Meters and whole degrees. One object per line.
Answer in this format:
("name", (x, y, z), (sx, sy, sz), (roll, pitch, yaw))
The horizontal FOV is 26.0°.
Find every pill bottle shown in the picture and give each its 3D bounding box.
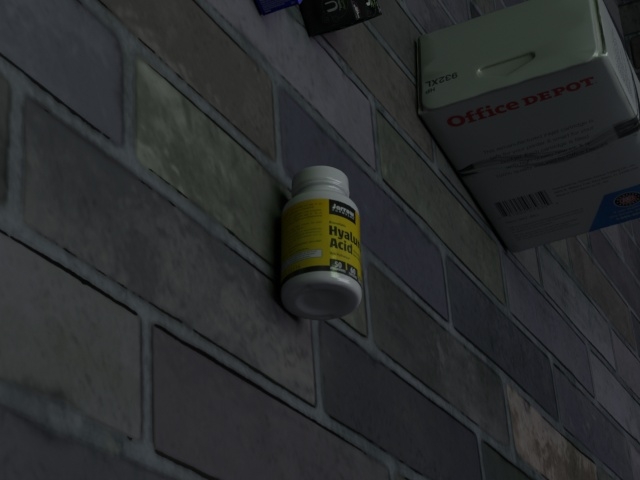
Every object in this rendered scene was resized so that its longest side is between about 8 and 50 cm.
("pill bottle", (0.000, 0.000, 1.113), (0.065, 0.065, 0.116), (48, 33, -49))

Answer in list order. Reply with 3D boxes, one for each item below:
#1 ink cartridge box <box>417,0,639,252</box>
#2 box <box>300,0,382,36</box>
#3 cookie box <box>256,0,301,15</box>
("ink cartridge box", (0.275, -0.141, 1.668), (0.307, 0.223, 0.129), (50, 32, -47))
("box", (0.016, -0.235, 1.328), (0.083, 0.052, 0.062), (-32, 104, -67))
("cookie box", (-0.047, -0.266, 1.210), (0.107, 0.040, 0.092), (64, 24, -26))
